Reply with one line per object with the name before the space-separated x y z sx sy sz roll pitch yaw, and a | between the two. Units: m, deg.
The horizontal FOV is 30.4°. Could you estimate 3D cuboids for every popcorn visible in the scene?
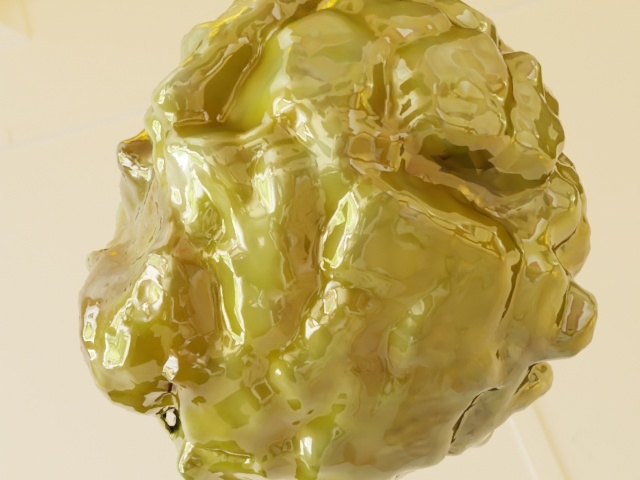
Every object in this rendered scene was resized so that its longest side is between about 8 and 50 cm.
popcorn | 0.004 -0.005 0.550 0.249 0.249 0.225 -10 -143 0
